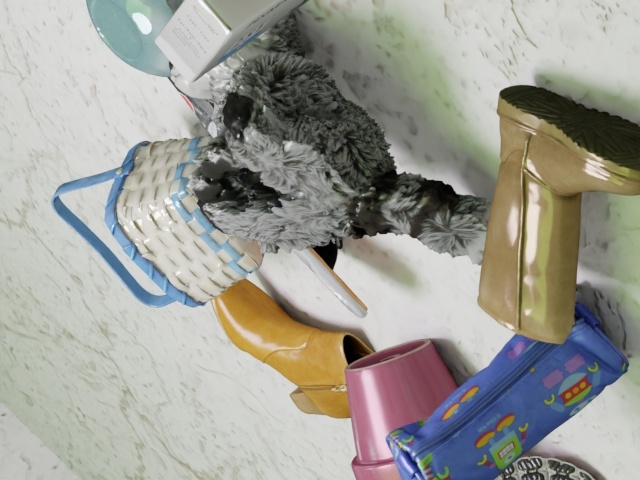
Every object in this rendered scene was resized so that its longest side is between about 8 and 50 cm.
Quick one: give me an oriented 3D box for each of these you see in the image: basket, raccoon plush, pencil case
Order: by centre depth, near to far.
[{"bbox_3d":[0.216,0.188,1.730,0.119,0.306,0.133,48,175,37],"label":"pencil case"},{"bbox_3d":[0.023,-0.134,1.849,0.446,0.299,0.216,23,138,-13],"label":"raccoon plush"},{"bbox_3d":[-0.223,-0.017,2.186,0.289,0.201,0.255,-19,127,30],"label":"basket"}]

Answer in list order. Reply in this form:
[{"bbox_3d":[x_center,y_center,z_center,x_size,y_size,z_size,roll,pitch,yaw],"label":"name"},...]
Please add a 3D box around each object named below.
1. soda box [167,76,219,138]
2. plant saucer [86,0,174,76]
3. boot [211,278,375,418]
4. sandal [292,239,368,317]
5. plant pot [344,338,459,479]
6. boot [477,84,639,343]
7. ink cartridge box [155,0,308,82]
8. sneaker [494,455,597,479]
[{"bbox_3d":[-0.159,-0.212,2.077,0.169,0.053,0.060,53,152,-1],"label":"soda box"},{"bbox_3d":[-0.266,-0.297,2.029,0.195,0.037,0.195,34,148,25],"label":"plant saucer"},{"bbox_3d":[-0.025,0.150,2.273,0.295,0.104,0.211,53,147,-12],"label":"boot"},{"bbox_3d":[0.005,0.005,2.063,0.265,0.076,0.102,47,179,35],"label":"sandal"},{"bbox_3d":[0.122,0.242,2.069,0.201,0.201,0.180,-16,94,60],"label":"plant pot"},{"bbox_3d":[0.266,-0.009,1.590,0.236,0.089,0.269,39,136,48],"label":"boot"},{"bbox_3d":[-0.008,-0.302,1.488,0.066,0.296,0.261,50,152,-1],"label":"ink cartridge box"},{"bbox_3d":[0.278,0.346,2.048,0.279,0.118,0.107,-4,85,37],"label":"sneaker"}]
